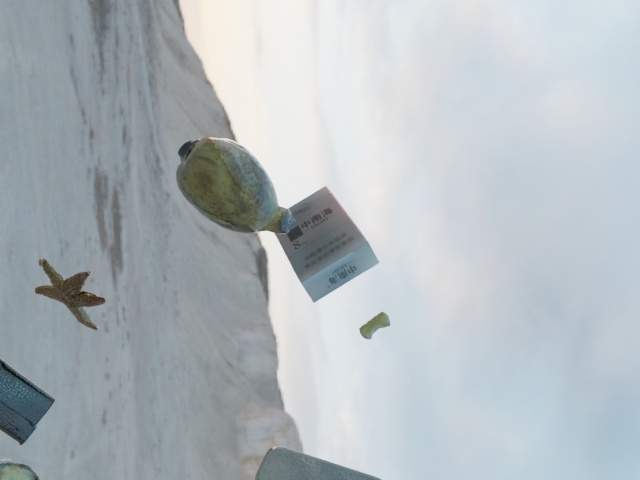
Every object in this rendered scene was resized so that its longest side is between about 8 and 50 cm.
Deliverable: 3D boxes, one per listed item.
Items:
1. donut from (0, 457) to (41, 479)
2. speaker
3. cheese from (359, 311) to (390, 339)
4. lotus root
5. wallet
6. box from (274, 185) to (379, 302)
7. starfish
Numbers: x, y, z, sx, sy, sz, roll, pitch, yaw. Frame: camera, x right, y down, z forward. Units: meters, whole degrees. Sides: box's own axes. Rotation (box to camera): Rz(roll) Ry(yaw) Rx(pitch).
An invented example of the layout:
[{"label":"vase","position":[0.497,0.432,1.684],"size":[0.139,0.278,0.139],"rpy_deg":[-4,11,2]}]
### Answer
[{"label":"donut","position":[-0.517,0.554,1.200],"size":[0.259,0.344,0.136],"rpy_deg":[-54,-163,44]},{"label":"speaker","position":[-0.003,0.816,1.935],"size":[0.183,0.406,0.184],"rpy_deg":[-59,160,-55]},{"label":"cheese","position":[0.137,0.215,1.546],"size":[0.044,0.083,0.030],"rpy_deg":[51,-11,22]},{"label":"lotus root","position":[-0.134,-0.078,0.965],"size":[0.214,0.138,0.138],"rpy_deg":[37,-34,15]},{"label":"wallet","position":[-0.756,0.358,1.460],"size":[0.039,0.243,0.133],"rpy_deg":[-17,-146,41]},{"label":"box","position":[0.000,0.000,1.260],"size":[0.067,0.155,0.243],"rpy_deg":[61,-1,-37]},{"label":"starfish","position":[-0.653,0.145,1.624],"size":[0.241,0.227,0.043],"rpy_deg":[62,38,-23]}]
